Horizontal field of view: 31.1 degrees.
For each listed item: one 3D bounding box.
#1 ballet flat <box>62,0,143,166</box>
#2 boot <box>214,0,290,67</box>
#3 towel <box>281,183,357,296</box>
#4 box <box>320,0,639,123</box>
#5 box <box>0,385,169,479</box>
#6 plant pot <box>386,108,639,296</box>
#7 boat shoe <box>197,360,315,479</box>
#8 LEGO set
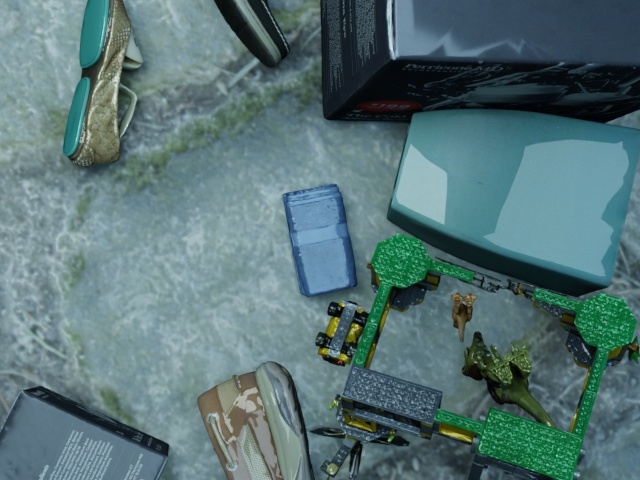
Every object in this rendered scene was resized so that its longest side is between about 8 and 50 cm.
[{"bbox_3d":[-0.230,-0.178,1.248,0.067,0.073,0.206,12,86,-33],"label":"ballet flat"},{"bbox_3d":[-0.047,-0.329,1.267,0.178,0.085,0.236,-29,91,-12],"label":"boot"},{"bbox_3d":[0.000,0.000,1.271,0.067,0.029,0.120,-10,86,-8],"label":"towel"},{"bbox_3d":[0.193,-0.229,1.163,0.343,0.312,0.179,-1,85,-10],"label":"box"},{"bbox_3d":[-0.241,0.220,1.158,0.158,0.156,0.093,25,82,-4],"label":"box"},{"bbox_3d":[0.197,-0.052,1.240,0.234,0.166,0.166,14,84,3],"label":"plant pot"},{"bbox_3d":[-0.051,0.294,1.203,0.116,0.123,0.325,-14,81,-1],"label":"boat shoe"},{"bbox_3d":[0.163,0.153,1.228,0.331,0.192,0.255,10,65,7],"label":"LEGO set"}]
